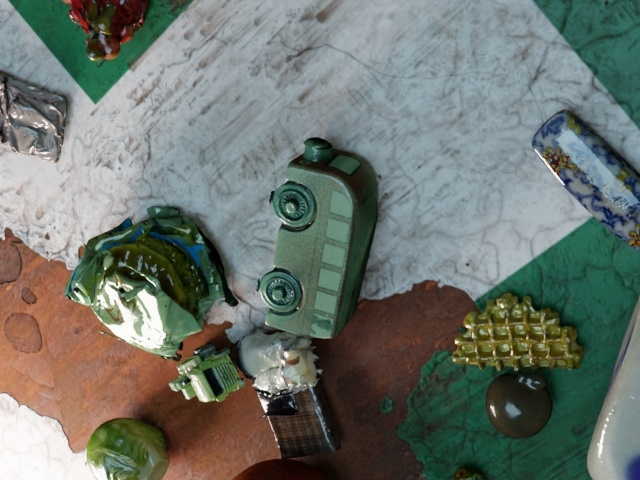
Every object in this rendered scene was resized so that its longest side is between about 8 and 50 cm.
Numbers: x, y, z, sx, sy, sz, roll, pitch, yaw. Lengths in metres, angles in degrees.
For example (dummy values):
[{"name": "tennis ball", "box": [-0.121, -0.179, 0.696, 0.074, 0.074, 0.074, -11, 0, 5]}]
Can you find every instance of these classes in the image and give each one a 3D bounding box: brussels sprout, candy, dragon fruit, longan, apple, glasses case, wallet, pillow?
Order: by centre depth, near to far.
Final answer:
[{"name": "glasses case", "box": [0.408, -0.080, 1.631, 0.248, 0.065, 0.087, 43, 122, 2]}, {"name": "longan", "box": [0.310, 0.251, 1.777, 0.106, 0.106, 0.119, 30, 124, 11]}, {"name": "dragon fruit", "box": [-0.339, -0.369, 1.809, 0.150, 0.208, 0.133, 25, 144, -35]}, {"name": "candy", "box": [0.218, 0.456, 1.928, 0.060, 0.060, 0.201, 35, 126, 8]}, {"name": "wallet", "box": [-0.052, 0.264, 1.969, 0.124, 0.042, 0.230, -15, 102, 26]}, {"name": "apple", "box": [-0.086, 0.487, 1.970, 0.230, 0.230, 0.230, 8, 112, 21]}, {"name": "pillow", "box": [-0.558, -0.228, 2.003, 0.248, 0.049, 0.135, 23, 121, 17]}, {"name": "brussels sprout", "box": [-0.362, 0.403, 2.112, 0.155, 0.117, 0.155, 8, 106, 29]}]

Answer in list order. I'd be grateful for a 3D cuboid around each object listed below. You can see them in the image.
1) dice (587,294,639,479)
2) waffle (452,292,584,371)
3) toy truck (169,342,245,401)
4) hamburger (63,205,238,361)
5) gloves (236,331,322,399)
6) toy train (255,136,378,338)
[{"name": "dice", "box": [0.553, 0.232, 1.568, 0.304, 0.277, 0.304, 18, 114, 14]}, {"name": "waffle", "box": [0.310, 0.165, 1.776, 0.192, 0.046, 0.160, 30, 116, 10]}, {"name": "toy truck", "box": [-0.203, 0.234, 1.959, 0.077, 0.100, 0.169, 64, 159, -10]}, {"name": "hamburger", "box": [-0.300, 0.082, 1.948, 0.260, 0.150, 0.276, 47, 119, 0]}, {"name": "gloves", "box": [-0.073, 0.205, 1.900, 0.153, 0.070, 0.114, -7, 105, 35]}, {"name": "toy train", "box": [0.000, 0.000, 1.802, 0.159, 0.129, 0.326, 15, 114, 14]}]
